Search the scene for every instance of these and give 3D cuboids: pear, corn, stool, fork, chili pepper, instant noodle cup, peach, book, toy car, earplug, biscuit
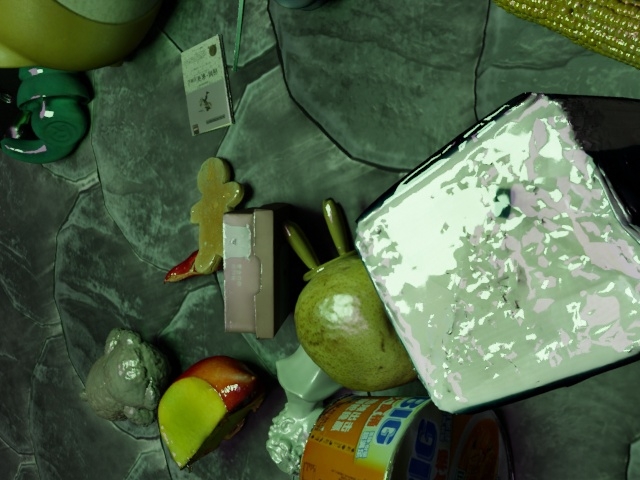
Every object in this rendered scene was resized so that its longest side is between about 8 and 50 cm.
[{"bbox_3d":[0.072,0.133,1.066,0.228,0.188,0.211,50,138,-10],"label":"pear"},{"bbox_3d":[0.330,-0.299,0.865,0.320,0.097,0.097,39,118,28],"label":"corn"},{"bbox_3d":[0.000,0.000,1.155,0.135,0.134,0.111,-29,83,49],"label":"stool"},{"bbox_3d":[-0.155,-0.442,1.303,0.039,0.021,0.235,21,108,40],"label":"fork"},{"bbox_3d":[-0.244,0.045,1.420,0.268,0.050,0.059,-25,106,41],"label":"chili pepper"},{"bbox_3d":[0.116,0.354,1.012,0.214,0.296,0.297,-4,93,49],"label":"instant noodle cup"},{"bbox_3d":[-0.209,0.306,1.345,0.154,0.158,0.267,46,124,14],"label":"peach"},{"bbox_3d":[-0.233,-0.313,1.388,0.127,0.014,0.182,-8,89,40],"label":"book"},{"bbox_3d":[-0.847,-0.376,1.789,0.358,0.213,0.176,-44,33,31],"label":"toy car"},{"bbox_3d":[-0.669,-0.332,1.665,0.257,0.163,0.280,2,98,47],"label":"earplug"},{"bbox_3d":[-0.203,-0.059,1.349,0.153,0.030,0.235,-27,61,32],"label":"biscuit"}]

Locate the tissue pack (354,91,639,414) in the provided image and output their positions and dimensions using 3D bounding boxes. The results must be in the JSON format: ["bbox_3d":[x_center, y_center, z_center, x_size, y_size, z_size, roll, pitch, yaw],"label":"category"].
[{"bbox_3d":[0.272,-0.002,0.733,0.264,0.416,0.253,-36,73,37],"label":"tissue pack"}]

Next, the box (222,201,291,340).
[{"bbox_3d":[-0.107,0.045,1.190,0.086,0.215,0.215,0,96,5],"label":"box"}]

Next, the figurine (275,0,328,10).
[{"bbox_3d":[-0.063,-0.500,1.125,0.197,0.175,0.265,-40,78,31],"label":"figurine"}]

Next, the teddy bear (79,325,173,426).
[{"bbox_3d":[-0.435,0.309,1.543,0.267,0.151,0.236,-37,74,38],"label":"teddy bear"}]

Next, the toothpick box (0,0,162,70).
[{"bbox_3d":[-0.510,-0.552,1.341,0.409,0.408,0.425,42,125,29],"label":"toothpick box"}]

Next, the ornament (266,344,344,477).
[{"bbox_3d":[-0.026,0.285,1.217,0.130,0.120,0.285,27,112,56],"label":"ornament"}]
